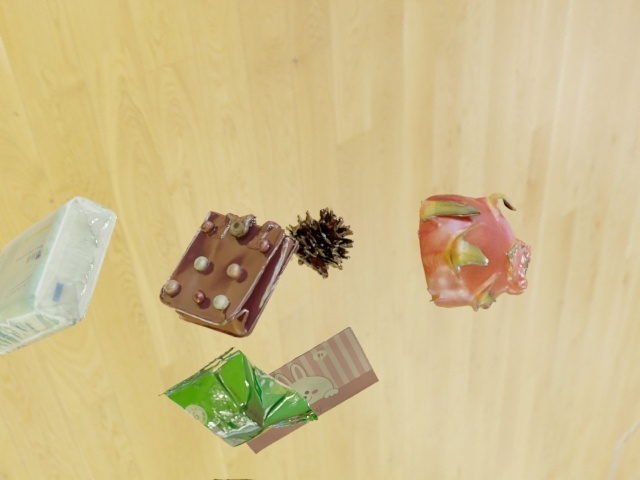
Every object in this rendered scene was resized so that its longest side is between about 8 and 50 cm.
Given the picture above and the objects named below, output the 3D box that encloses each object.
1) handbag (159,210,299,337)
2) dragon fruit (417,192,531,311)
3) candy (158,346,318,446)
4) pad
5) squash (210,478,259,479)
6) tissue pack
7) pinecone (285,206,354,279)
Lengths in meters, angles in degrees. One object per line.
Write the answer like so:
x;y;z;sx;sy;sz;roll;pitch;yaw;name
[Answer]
-0.164;0.051;1.395;0.074;0.203;0.216;45;67;-46;handbag
0.376;0.022;1.894;0.305;0.226;0.305;-5;90;-67;dragon fruit
-0.111;0.233;1.133;0.141;0.078;0.203;-40;127;11;candy
-0.039;0.303;1.580;0.300;0.005;0.202;-30;133;-3;pad
-0.097;0.495;1.471;0.341;0.094;0.094;25;95;-34;squash
-0.404;0.055;1.135;0.089;0.263;0.177;28;58;-30;tissue pack
0.001;0.001;1.498;0.121;0.140;0.140;-45;141;3;pinecone
